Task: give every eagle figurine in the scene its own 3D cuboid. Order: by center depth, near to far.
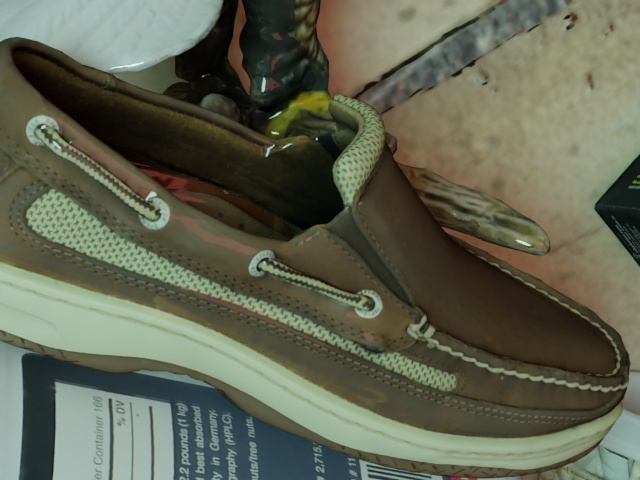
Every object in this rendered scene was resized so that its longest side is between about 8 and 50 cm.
[{"bbox_3d":[-0.001,-0.170,0.582,0.226,0.225,0.298,10,102,-13],"label":"eagle figurine"}]

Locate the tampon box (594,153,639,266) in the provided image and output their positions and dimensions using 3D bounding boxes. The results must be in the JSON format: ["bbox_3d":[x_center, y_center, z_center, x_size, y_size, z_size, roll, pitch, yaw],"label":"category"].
[{"bbox_3d":[0.240,-0.028,0.735,0.161,0.101,0.120,-45,110,-14],"label":"tampon box"}]

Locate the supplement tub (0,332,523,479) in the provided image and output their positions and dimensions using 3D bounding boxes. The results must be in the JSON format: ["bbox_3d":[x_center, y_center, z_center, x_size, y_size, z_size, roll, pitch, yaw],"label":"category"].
[{"bbox_3d":[-0.079,0.120,0.529,0.272,0.191,0.191,14,89,-24],"label":"supplement tub"}]

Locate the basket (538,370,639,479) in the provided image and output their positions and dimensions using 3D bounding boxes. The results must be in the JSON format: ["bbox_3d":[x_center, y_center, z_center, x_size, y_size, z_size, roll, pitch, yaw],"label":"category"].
[{"bbox_3d":[0.194,0.123,0.725,0.167,0.113,0.103,3,97,-23],"label":"basket"}]

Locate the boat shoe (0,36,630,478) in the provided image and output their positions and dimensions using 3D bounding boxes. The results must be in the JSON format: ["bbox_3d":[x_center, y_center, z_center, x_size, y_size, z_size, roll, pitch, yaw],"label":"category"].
[{"bbox_3d":[0.001,0.005,0.485,0.257,0.095,0.095,15,121,-24],"label":"boat shoe"}]
